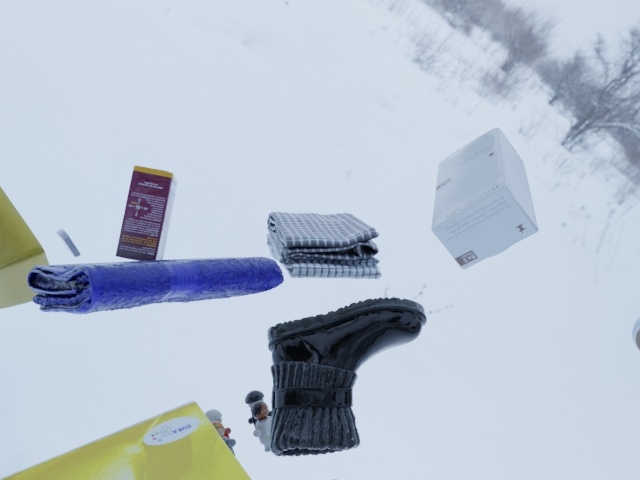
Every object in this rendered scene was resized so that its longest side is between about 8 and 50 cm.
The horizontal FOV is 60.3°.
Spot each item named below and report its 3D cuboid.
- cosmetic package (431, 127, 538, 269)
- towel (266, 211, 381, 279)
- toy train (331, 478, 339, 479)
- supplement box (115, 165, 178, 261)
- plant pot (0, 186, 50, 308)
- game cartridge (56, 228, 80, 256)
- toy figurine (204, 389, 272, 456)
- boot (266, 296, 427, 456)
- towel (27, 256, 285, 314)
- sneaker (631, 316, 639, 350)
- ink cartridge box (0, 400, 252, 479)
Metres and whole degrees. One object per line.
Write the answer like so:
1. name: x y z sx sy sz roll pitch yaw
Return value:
1. cosmetic package: 0.236 -0.069 0.805 0.085 0.117 0.231 49 29 -14
2. towel: 0.000 0.000 1.348 0.235 0.121 0.284 2 14 -16
3. toy train: -0.007 0.632 1.264 0.046 0.125 0.166 59 33 -50
4. supplement box: -0.358 -0.050 1.145 0.081 0.188 0.104 11 -4 -8
5. plant pot: -0.761 0.042 1.269 0.187 0.212 0.212 -31 70 -30
6. game cartridge: -0.534 0.003 1.161 0.083 0.017 0.056 18 -39 53
7. toy figurine: -0.224 0.526 1.547 0.209 0.213 0.148 144 -73 -77
8. boot: 0.060 0.272 1.080 0.131 0.348 0.260 62 15 -54
9. towel: -0.236 0.067 0.814 0.308 0.228 0.076 -1 90 -44
10. sneaker: 0.540 0.077 0.739 0.153 0.283 0.099 -91 169 -61
11. ink cartridge box: -0.146 0.275 0.357 0.304 0.072 0.307 -12 35 -40
